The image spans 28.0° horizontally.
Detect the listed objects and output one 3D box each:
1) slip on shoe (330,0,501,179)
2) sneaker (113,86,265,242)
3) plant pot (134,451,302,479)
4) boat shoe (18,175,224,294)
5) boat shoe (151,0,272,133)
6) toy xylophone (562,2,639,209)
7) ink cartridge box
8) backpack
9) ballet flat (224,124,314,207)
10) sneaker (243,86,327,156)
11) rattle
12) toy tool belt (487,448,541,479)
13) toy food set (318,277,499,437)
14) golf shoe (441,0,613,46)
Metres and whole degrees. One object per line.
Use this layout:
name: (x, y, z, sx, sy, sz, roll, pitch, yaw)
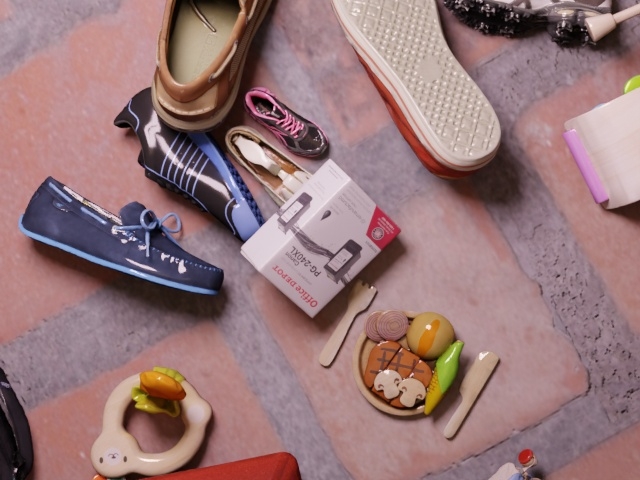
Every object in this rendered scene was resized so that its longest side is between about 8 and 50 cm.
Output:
slip on shoe: (0.097, -0.210, 1.486, 0.123, 0.101, 0.331, -23, 72, -17)
sneaker: (-0.155, -0.080, 1.521, 0.090, 0.081, 0.232, -35, 77, 5)
plant pot: (-0.139, 0.413, 1.392, 0.267, 0.236, 0.267, -12, 98, 6)
boat shoe: (-0.231, -0.008, 1.511, 0.258, 0.109, 0.089, 20, 86, 4)
boat shoe: (-0.117, -0.286, 1.476, 0.122, 0.120, 0.324, 9, 72, 1)
toy xylophone: (0.430, -0.177, 1.450, 0.322, 0.081, 0.236, -18, 92, 4)
ink cartridge box: (0.000, 0.000, 1.479, 0.150, 0.063, 0.109, -45, 127, 2)
backpack: (-0.423, 0.229, 1.512, 0.115, 0.152, 0.182, -31, 88, 20)
ballet flat: (-0.049, -0.076, 1.519, 0.168, 0.052, 0.057, 37, 91, 6)
sneaker: (-0.045, -0.141, 1.520, 0.119, 0.057, 0.047, 35, 89, 5)
rattle: (-0.219, 0.244, 1.485, 0.199, 0.143, 0.130, -44, 102, -3)
toy tool belt: (0.227, 0.283, 1.482, 0.083, 0.052, 0.051, -45, 115, 6)
toy food set: (0.099, 0.140, 1.501, 0.192, 0.038, 0.132, 28, 91, 7)
golf shoe: (0.241, -0.287, 1.494, 0.198, 0.077, 0.094, 10, 78, 0)
